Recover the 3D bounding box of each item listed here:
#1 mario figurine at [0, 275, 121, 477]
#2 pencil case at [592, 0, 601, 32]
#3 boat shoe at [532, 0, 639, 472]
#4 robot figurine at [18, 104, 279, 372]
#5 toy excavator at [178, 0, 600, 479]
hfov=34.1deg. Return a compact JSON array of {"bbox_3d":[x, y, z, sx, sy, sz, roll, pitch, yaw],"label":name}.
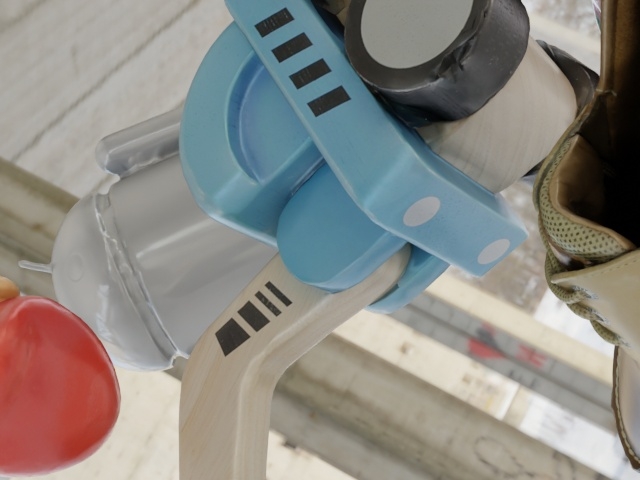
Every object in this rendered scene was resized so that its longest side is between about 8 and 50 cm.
[{"bbox_3d":[-0.291,0.087,0.702,0.170,0.320,0.198,-77,-1,-64],"label":"mario figurine"},{"bbox_3d":[0.217,-0.225,0.725,0.284,0.124,0.124,51,-121,-35],"label":"pencil case"},{"bbox_3d":[0.146,-0.018,0.433,0.123,0.119,0.324,-101,5,-48],"label":"boat shoe"},{"bbox_3d":[-0.124,0.011,1.084,0.353,0.300,0.200,-23,-6,-2],"label":"robot figurine"},{"bbox_3d":[0.000,0.000,0.758,0.445,0.433,0.222,-42,-33,18],"label":"toy excavator"}]
